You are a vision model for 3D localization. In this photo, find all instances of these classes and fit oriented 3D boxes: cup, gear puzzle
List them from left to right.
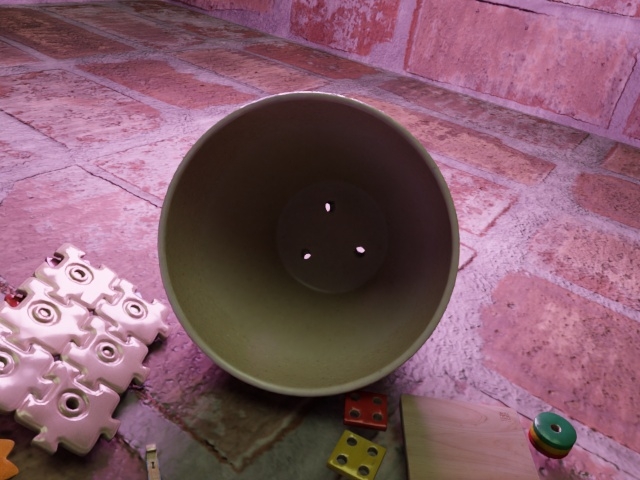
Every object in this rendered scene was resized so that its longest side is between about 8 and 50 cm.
[{"bbox_3d":[-0.283,0.141,0.570,0.176,0.044,0.338,36,27,-13],"label":"gear puzzle"},{"bbox_3d":[0.000,0.000,0.699,0.332,0.330,0.237,15,6,9],"label":"cup"}]

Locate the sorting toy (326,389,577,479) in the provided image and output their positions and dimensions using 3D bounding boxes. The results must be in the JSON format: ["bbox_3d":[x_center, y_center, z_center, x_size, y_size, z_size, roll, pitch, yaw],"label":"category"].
[{"bbox_3d":[0.140,0.231,0.569,0.275,0.046,0.132,8,31,-3],"label":"sorting toy"}]

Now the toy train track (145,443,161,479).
[{"bbox_3d":[-0.159,0.229,0.524,0.048,0.014,0.083,-4,33,-21],"label":"toy train track"}]
